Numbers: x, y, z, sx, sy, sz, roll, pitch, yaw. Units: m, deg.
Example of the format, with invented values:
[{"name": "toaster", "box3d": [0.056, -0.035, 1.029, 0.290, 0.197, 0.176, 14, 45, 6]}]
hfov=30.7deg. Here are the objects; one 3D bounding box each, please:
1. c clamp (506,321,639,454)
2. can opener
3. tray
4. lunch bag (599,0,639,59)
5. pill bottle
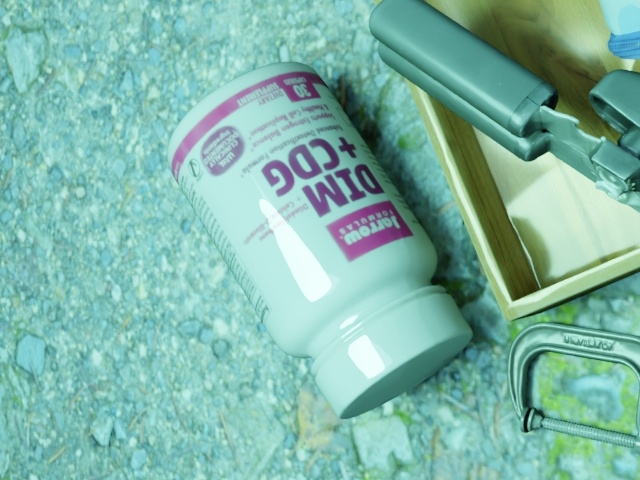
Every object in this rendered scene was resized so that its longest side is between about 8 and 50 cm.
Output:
[{"name": "c clamp", "box3d": [0.220, 0.138, 0.948, 0.161, 0.022, 0.137, 15, 102, 33]}, {"name": "can opener", "box3d": [0.166, -0.112, 0.866, 0.283, 0.076, 0.095, 40, 82, 26]}, {"name": "tray", "box3d": [0.168, -0.164, 0.933, 0.203, 0.076, 0.411, -28, 79, 33]}, {"name": "lunch bag", "box3d": [0.329, -0.215, 0.725, 0.303, 0.243, 0.115, -14, 102, 35]}, {"name": "pill bottle", "box3d": [0.000, 0.000, 1.007, 0.160, 0.160, 0.283, -43, 71, 29]}]
